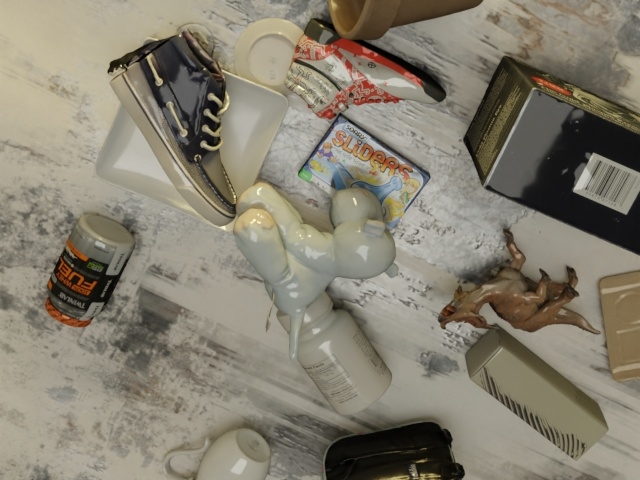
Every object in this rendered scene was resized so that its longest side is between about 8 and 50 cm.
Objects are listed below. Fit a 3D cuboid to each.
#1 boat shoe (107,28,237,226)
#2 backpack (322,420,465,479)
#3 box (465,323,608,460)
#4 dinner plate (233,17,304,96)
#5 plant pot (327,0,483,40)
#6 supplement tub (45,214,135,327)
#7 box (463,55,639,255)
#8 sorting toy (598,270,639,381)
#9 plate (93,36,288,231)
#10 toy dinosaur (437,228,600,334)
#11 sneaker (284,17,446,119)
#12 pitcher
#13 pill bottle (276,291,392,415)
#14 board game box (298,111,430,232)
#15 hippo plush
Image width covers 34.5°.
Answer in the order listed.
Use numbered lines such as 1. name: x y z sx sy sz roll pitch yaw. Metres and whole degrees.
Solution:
1. boat shoe: -0.205 -0.194 1.753 0.158 0.127 0.340 -30 106 17
2. backpack: 0.129 0.470 1.961 0.253 0.225 0.191 -3 126 -8
3. box: 0.409 0.287 1.958 0.275 0.113 0.094 38 107 -9
4. dinner plate: -0.083 -0.320 1.815 0.141 0.017 0.141 1 110 2
5. plant pot: 0.150 -0.456 1.662 0.229 0.263 0.263 -3 109 -16
6. supplement tub: -0.428 0.058 1.898 0.117 0.117 0.190 26 107 -7
7. box: 0.437 -0.140 1.706 0.343 0.312 0.179 22 107 -7
8. sorting toy: 0.632 0.152 1.948 0.193 0.038 0.208 -11 103 5
9. plate: -0.231 -0.188 1.848 0.278 0.045 0.277 23 107 -6
10. toy dinosaur: 0.362 0.119 1.902 0.296 0.127 0.200 27 115 -20
11. sneaker: 0.072 -0.263 1.791 0.270 0.090 0.145 26 109 -7
12. pitcher: -0.208 0.447 2.032 0.178 0.125 0.207 43 117 4
13. pill bottle: 0.022 0.201 1.927 0.131 0.131 0.229 -32 104 11
14. board game box: 0.079 -0.119 1.867 0.201 0.035 0.136 33 107 -9
15. hippo plush: 0.000 0.000 1.767 0.236 0.294 0.234 -19 138 13
